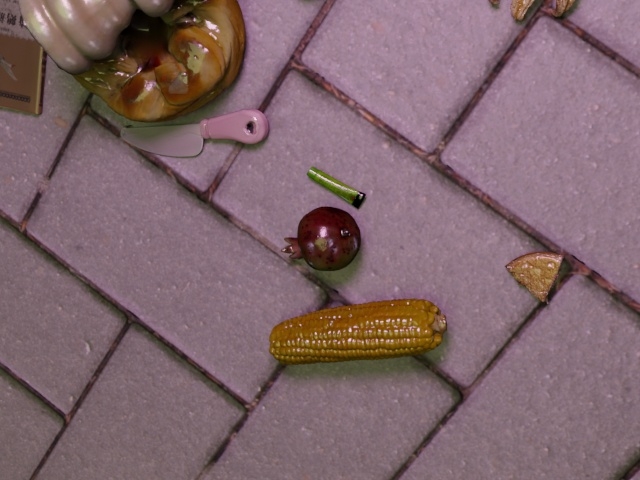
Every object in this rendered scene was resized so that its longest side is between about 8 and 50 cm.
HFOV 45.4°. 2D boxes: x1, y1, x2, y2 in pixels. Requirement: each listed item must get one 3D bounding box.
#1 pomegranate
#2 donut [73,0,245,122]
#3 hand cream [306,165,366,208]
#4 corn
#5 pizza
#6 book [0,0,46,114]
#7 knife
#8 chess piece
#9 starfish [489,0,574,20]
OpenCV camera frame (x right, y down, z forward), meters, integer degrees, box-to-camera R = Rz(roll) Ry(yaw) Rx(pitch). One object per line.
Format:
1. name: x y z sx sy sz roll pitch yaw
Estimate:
1. pomegranate: 0.001 -0.007 1.493 0.159 0.129 0.129 17 108 39
2. donut: -0.329 -0.401 1.470 0.361 0.170 0.360 3 101 15
3. hand cream: 0.030 -0.107 1.505 0.122 0.023 0.036 31 118 7
4. corn: 0.070 0.182 1.507 0.364 0.120 0.120 -10 99 18
5. pizza: 0.397 0.058 1.438 0.099 0.029 0.100 19 104 20
6. book: -0.681 -0.443 1.638 0.217 0.021 0.310 14 105 12
7. knife: -0.260 -0.214 1.568 0.336 0.043 0.081 -3 108 23
8. chess piece: -0.327 -0.435 1.301 0.331 0.182 0.182 -26 94 9
9. starfish: 0.375 -0.499 1.301 0.216 0.071 0.238 43 103 -2
